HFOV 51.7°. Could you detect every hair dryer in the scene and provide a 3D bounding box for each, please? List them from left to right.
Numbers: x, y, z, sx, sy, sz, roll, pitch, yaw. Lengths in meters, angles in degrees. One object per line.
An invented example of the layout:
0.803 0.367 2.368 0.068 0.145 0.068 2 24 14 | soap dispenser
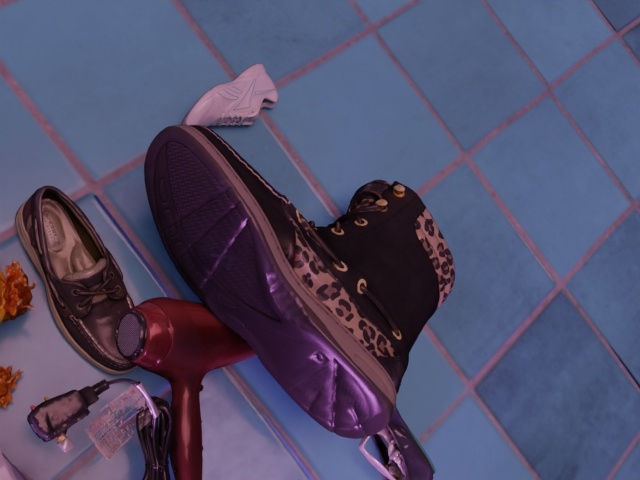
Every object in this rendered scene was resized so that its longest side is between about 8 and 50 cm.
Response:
-0.154 0.170 0.705 0.293 0.080 0.223 -44 121 -40 | hair dryer

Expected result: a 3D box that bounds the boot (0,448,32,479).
-0.295 0.255 0.596 0.258 0.123 0.095 50 56 -12 | boot

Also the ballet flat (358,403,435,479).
0.068 0.221 0.810 0.074 0.074 0.203 -28 89 -29 | ballet flat

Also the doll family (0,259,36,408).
-0.345 0.095 0.619 0.118 0.163 0.263 4 69 11 | doll family

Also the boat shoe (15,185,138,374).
-0.257 0.043 0.715 0.080 0.073 0.223 -29 87 -32 | boat shoe

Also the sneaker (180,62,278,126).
-0.114 -0.176 0.864 0.152 0.054 0.061 -39 94 -30 | sneaker

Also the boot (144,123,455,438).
0.000 0.000 0.768 0.377 0.138 0.284 50 40 0 | boot
